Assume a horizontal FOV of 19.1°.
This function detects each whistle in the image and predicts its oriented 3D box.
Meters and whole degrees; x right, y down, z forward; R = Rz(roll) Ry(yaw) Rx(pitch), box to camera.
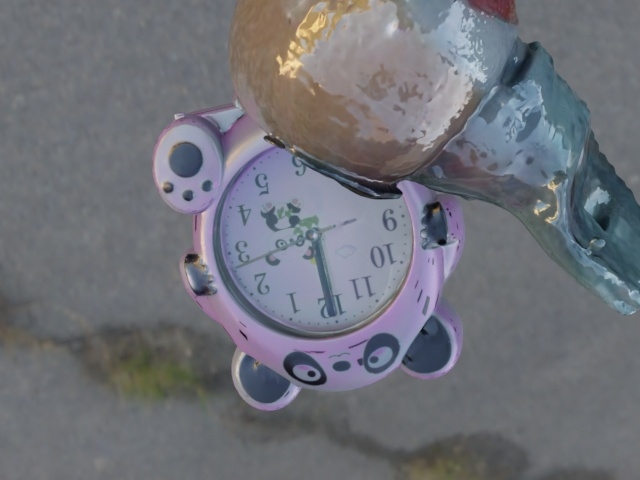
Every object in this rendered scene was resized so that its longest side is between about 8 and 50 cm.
[{"bbox_3d":[0.086,-0.089,1.128,0.348,0.189,0.189,36,120,-14],"label":"whistle"}]

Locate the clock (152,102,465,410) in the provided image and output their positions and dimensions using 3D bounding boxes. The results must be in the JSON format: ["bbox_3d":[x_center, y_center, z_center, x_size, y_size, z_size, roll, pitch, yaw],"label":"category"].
[{"bbox_3d":[0.000,0.000,1.490,0.227,0.090,0.248,-12,99,10],"label":"clock"}]
